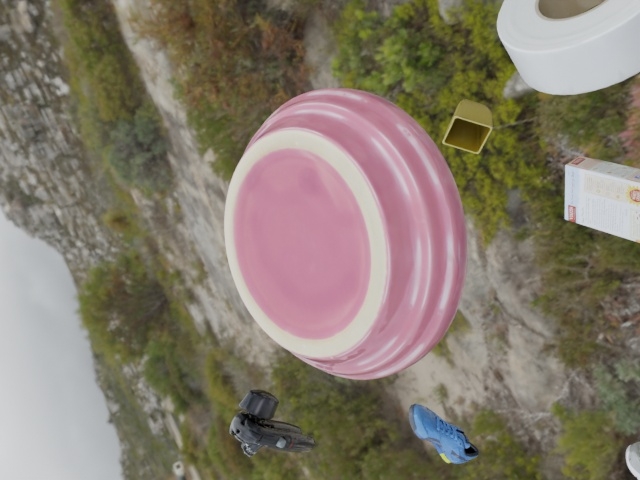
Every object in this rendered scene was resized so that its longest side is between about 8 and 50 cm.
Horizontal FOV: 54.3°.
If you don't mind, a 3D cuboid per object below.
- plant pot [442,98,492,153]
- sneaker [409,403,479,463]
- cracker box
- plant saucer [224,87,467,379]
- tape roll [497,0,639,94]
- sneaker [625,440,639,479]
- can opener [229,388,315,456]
[{"bbox_3d":[0.310,-0.246,1.301,0.081,0.083,0.081,17,144,1],"label":"plant pot"},{"bbox_3d":[0.267,0.409,1.338,0.082,0.069,0.209,-21,126,35],"label":"sneaker"},{"bbox_3d":[0.695,-0.097,1.471,0.232,0.067,0.156,26,138,46],"label":"cracker box"},{"bbox_3d":[0.000,0.000,0.696,0.332,0.084,0.332,12,107,43],"label":"plant saucer"},{"bbox_3d":[0.437,-0.374,1.008,0.100,0.286,0.286,43,178,-36],"label":"tape roll"},{"bbox_3d":[0.662,0.379,1.032,0.281,0.105,0.115,10,118,26],"label":"sneaker"},{"bbox_3d":[-0.054,0.250,0.808,0.059,0.073,0.186,37,174,38],"label":"can opener"}]
